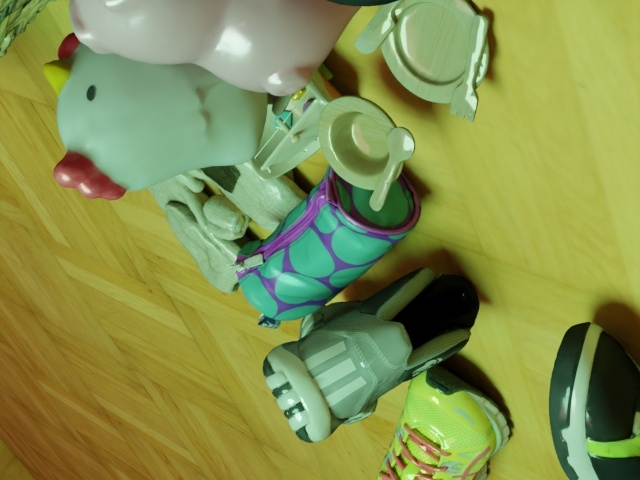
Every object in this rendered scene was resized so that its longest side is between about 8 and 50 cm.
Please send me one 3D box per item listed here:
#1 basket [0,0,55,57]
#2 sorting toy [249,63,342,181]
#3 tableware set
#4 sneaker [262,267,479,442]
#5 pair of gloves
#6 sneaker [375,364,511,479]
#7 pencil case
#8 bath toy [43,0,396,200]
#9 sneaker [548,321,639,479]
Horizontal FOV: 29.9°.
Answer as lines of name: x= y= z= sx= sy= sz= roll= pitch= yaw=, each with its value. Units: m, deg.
basket: x=-0.255 y=-0.224 z=0.566 sx=0.299 sy=0.213 sz=0.223 roll=46 pitch=-169 yaw=-5
sorting toy: x=-0.022 y=-0.092 z=0.722 sx=0.075 sy=0.045 sz=0.083 roll=55 pitch=138 yaw=11
tableware set: x=0.008 y=-0.101 z=0.633 sx=0.169 sy=0.020 sz=0.141 roll=40 pitch=136 yaw=13
sneaker: x=0.051 y=0.066 z=0.813 sx=0.086 sy=0.132 sz=0.229 roll=59 pitch=-168 yaw=-1
pair of gloves: x=-0.081 y=-0.029 z=0.917 sx=0.204 sy=0.042 sz=0.240 roll=47 pitch=157 yaw=-7
sneaker: x=0.084 y=0.169 z=0.913 sx=0.081 sy=0.094 sz=0.208 roll=34 pitch=153 yaw=26
pencil case: x=0.000 y=0.000 z=0.769 sx=0.152 sy=0.070 sz=0.064 roll=-42 pitch=48 yaw=52
bath toy: x=-0.048 y=-0.120 z=0.536 sx=0.151 sy=0.129 sz=0.348 roll=45 pitch=146 yaw=-3
sneaker: x=0.212 y=0.133 z=0.702 sx=0.097 sy=0.084 sz=0.234 roll=-11 pitch=126 yaw=34
